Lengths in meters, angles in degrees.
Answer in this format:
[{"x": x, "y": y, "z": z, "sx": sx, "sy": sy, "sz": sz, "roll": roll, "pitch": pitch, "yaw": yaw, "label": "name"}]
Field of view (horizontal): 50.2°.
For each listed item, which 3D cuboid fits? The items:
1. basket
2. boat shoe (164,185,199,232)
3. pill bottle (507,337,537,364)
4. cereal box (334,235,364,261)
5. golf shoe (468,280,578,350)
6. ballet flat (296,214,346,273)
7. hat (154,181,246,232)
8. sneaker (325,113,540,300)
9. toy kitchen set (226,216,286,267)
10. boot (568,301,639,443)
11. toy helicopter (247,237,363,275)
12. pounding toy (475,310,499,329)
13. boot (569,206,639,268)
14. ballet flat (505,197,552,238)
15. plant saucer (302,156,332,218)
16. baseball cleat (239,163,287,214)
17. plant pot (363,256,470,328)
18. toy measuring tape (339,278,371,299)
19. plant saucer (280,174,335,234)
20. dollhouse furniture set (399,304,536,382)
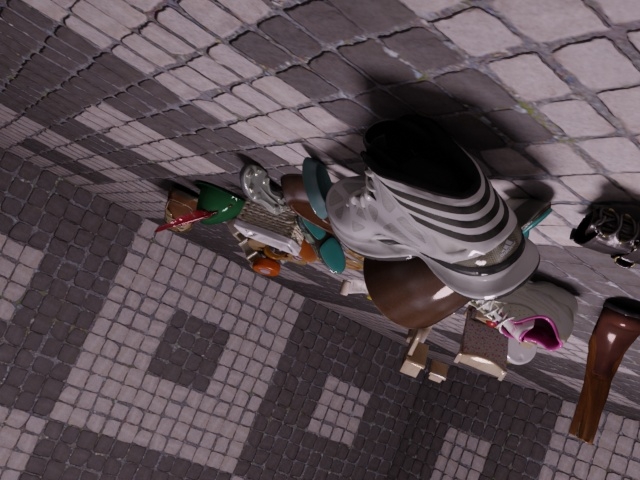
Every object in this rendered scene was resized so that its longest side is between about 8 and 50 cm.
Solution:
[{"x": -0.122, "y": -0.044, "z": 1.774, "sx": 0.167, "sy": 0.103, "sz": 0.113, "roll": 21, "pitch": 170, "yaw": 15, "label": "basket"}, {"x": -0.443, "y": -0.085, "z": 2.197, "sx": 0.122, "sy": 0.120, "sz": 0.324, "roll": 23, "pitch": 170, "yaw": -3, "label": "boat shoe"}, {"x": 0.557, "y": 0.313, "z": 2.084, "sx": 0.117, "sy": 0.118, "sz": 0.208, "roll": 25, "pitch": 169, "yaw": -11, "label": "pill bottle"}, {"x": 0.126, "y": 0.028, "z": 1.762, "sx": 0.240, "sy": 0.047, "sz": 0.173, "roll": 17, "pitch": 168, "yaw": 27, "label": "cereal box"}, {"x": 0.384, "y": 0.130, "z": 1.426, "sx": 0.306, "sy": 0.140, "sz": 0.115, "roll": 18, "pitch": 135, "yaw": 8, "label": "golf shoe"}, {"x": 0.000, "y": 0.000, "z": 1.705, "sx": 0.188, "sy": 0.070, "sz": 0.070, "roll": 61, "pitch": 158, "yaw": -12, "label": "ballet flat"}, {"x": -0.317, "y": -0.050, "z": 1.929, "sx": 0.208, "sy": 0.184, "sz": 0.173, "roll": 22, "pitch": 170, "yaw": 6, "label": "hat"}, {"x": 0.117, "y": -0.093, "z": 1.036, "sx": 0.447, "sy": 0.169, "sz": 0.258, "roll": 25, "pitch": 152, "yaw": 55, "label": "sneaker"}, {"x": -0.172, "y": -0.002, "z": 2.214, "sx": 0.207, "sy": 0.166, "sz": 0.122, "roll": 58, "pitch": -177, "yaw": 22, "label": "toy kitchen set"}, {"x": 0.578, "y": 0.278, "z": 1.415, "sx": 0.096, "sy": 0.281, "sz": 0.264, "roll": 21, "pitch": 169, "yaw": 10, "label": "boot"}, {"x": -0.040, "y": 0.022, "z": 1.975, "sx": 0.354, "sy": 0.140, "sz": 0.235, "roll": 10, "pitch": 159, "yaw": 8, "label": "toy helicopter"}, {"x": 0.476, "y": 0.201, "z": 1.739, "sx": 0.130, "sy": 0.100, "sz": 0.141, "roll": 27, "pitch": 169, "yaw": -24, "label": "pounding toy"}, {"x": 0.459, "y": 0.016, "z": 0.884, "sx": 0.228, "sy": 0.091, "sz": 0.263, "roll": 22, "pitch": 172, "yaw": 2, "label": "boot"}, {"x": 0.302, "y": -0.029, "z": 1.070, "sx": 0.068, "sy": 0.072, "sz": 0.213, "roll": 52, "pitch": 174, "yaw": 15, "label": "ballet flat"}, {"x": 0.000, "y": -0.099, "z": 1.264, "sx": 0.021, "sy": 0.120, "sz": 0.119, "roll": -14, "pitch": 155, "yaw": 20, "label": "plant saucer"}, {"x": -0.151, "y": -0.120, "z": 1.550, "sx": 0.109, "sy": 0.072, "sz": 0.206, "roll": 28, "pitch": 168, "yaw": 30, "label": "baseball cleat"}, {"x": 0.227, "y": 0.037, "z": 1.258, "sx": 0.215, "sy": 0.216, "sz": 0.230, "roll": 26, "pitch": 154, "yaw": -17, "label": "plant pot"}, {"x": 0.181, "y": 0.139, "z": 1.799, "sx": 0.121, "sy": 0.122, "sz": 0.330, "roll": 16, "pitch": -176, "yaw": 35, "label": "toy measuring tape"}, {"x": 0.046, "y": -0.055, "z": 1.523, "sx": 0.310, "sy": 0.050, "sz": 0.310, "roll": 23, "pitch": 169, "yaw": 5, "label": "plant saucer"}, {"x": 0.424, "y": 0.254, "z": 1.809, "sx": 0.355, "sy": 0.303, "sz": 0.174, "roll": 21, "pitch": 132, "yaw": 4, "label": "dollhouse furniture set"}]
